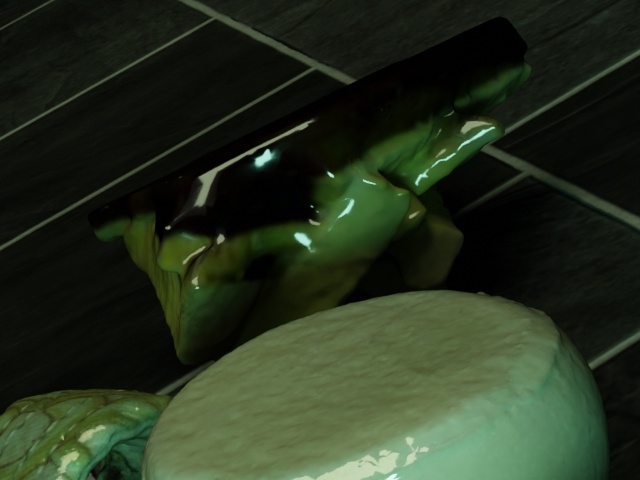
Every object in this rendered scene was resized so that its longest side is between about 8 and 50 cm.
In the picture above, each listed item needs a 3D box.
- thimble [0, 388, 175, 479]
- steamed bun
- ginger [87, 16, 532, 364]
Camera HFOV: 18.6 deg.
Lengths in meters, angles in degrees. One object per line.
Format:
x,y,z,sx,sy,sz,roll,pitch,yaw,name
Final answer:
-0.173,0.184,1.381,0.143,0.137,0.190,0,29,48,thimble
0.040,0.156,1.175,0.283,0.177,0.283,-18,19,6,steamed bun
0.000,0.000,1.580,0.413,0.211,0.358,-30,8,-32,ginger
